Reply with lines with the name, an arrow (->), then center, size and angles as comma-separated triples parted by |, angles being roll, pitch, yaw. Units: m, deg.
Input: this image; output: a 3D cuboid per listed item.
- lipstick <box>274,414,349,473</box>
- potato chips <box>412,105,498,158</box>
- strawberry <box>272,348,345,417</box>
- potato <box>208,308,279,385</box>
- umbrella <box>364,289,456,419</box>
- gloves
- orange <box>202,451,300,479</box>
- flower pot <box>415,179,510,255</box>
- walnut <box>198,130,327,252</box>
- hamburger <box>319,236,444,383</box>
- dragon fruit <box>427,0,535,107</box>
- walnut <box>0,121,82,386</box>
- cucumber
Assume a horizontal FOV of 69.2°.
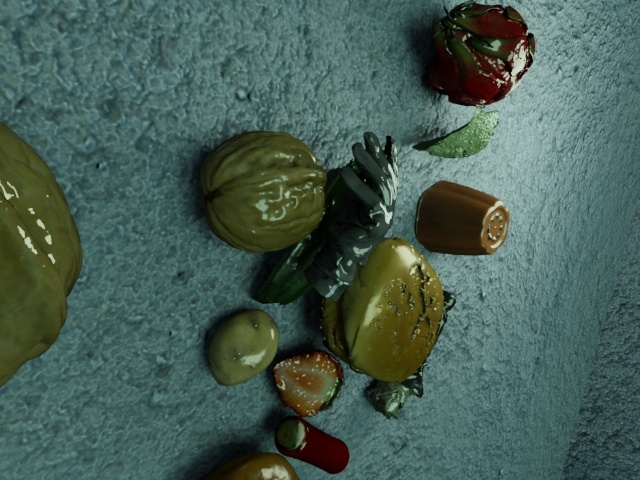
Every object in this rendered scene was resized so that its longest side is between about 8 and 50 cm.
lipstick -> -0.013, 0.441, 0.993 | 0.080, 0.080, 0.241 | -55, 141, -15
potato chips -> 0.317, -0.242, 1.077 | 0.228, 0.167, 0.059 | -5, 64, -44
strawberry -> -0.036, 0.287, 0.961 | 0.187, 0.082, 0.147 | 34, 81, -34
potato -> -0.140, 0.189, 0.831 | 0.147, 0.112, 0.112 | -48, 127, -24
umbrella -> 0.250, 0.288, 1.185 | 0.106, 0.113, 0.358 | 41, 73, -17
gloves -> 0.060, -0.039, 0.773 | 0.119, 0.142, 0.286 | 17, 98, -13
orange -> -0.145, 0.504, 0.860 | 0.249, 0.183, 0.249 | -37, 138, -42
flower pot -> 0.360, -0.048, 1.150 | 0.190, 0.173, 0.191 | -12, 108, -40
walnut -> -0.088, -0.079, 0.749 | 0.213, 0.213, 0.214 | -12, 109, -38
hamburger -> 0.133, 0.145, 0.984 | 0.304, 0.174, 0.284 | 41, 65, -39
dragon fruit -> 0.326, -0.402, 1.005 | 0.292, 0.233, 0.234 | 0, 102, -35
walnut -> -0.390, 0.012, 0.464 | 0.251, 0.277, 0.313 | -23, 126, 1
cucumber -> 0.002, 0.001, 0.880 | 0.105, 0.145, 0.326 | 37, 79, -9
